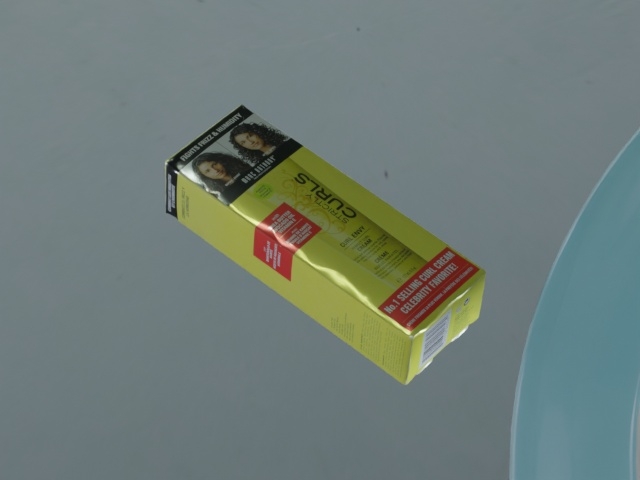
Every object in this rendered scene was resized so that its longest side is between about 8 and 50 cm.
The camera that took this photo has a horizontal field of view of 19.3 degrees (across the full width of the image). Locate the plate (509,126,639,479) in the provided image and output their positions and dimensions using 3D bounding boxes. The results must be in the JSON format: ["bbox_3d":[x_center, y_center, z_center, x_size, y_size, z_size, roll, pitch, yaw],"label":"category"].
[{"bbox_3d":[0.112,0.033,0.289,0.188,0.024,0.188,-8,73,27],"label":"plate"}]

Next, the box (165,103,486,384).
[{"bbox_3d":[0.000,0.000,1.328,0.232,0.058,0.087,37,57,24],"label":"box"}]
